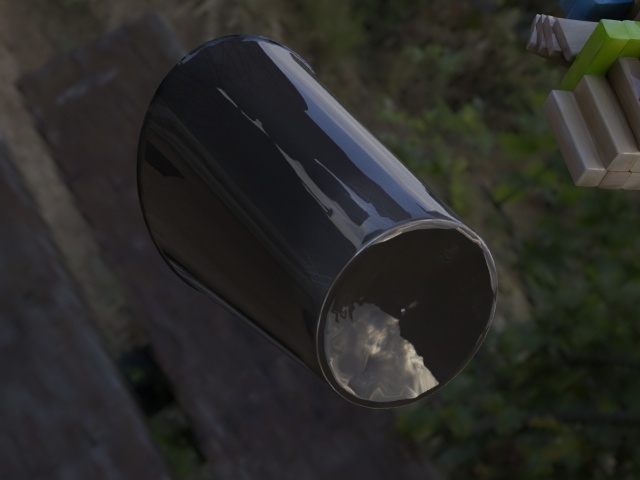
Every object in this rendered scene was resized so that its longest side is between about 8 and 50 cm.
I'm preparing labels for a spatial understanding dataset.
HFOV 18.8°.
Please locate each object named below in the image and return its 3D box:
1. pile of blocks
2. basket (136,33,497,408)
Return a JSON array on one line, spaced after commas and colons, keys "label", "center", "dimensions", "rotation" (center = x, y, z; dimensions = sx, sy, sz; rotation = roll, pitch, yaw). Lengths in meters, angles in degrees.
[{"label": "pile of blocks", "center": [0.261, -0.194, 1.561], "dimensions": [0.149, 0.113, 0.362], "rotation": [21, 45, -9]}, {"label": "basket", "center": [0.000, 0.000, 1.229], "dimensions": [0.227, 0.154, 0.204], "rotation": [42, -29, 51]}]
